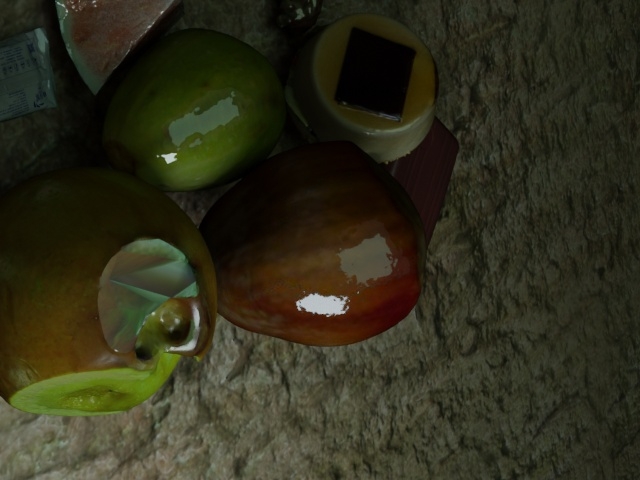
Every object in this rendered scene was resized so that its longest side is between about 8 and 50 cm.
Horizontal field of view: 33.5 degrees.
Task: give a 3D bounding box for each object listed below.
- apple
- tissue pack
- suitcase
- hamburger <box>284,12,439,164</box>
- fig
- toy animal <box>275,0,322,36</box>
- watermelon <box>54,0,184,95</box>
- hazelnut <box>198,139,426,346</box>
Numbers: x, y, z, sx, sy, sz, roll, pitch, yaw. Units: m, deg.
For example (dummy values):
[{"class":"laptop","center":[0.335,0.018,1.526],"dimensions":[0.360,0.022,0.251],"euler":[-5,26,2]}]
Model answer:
[{"class":"apple","center":[-0.313,0.083,1.505],"dimensions":[0.374,0.374,0.384],"euler":[-44,124,-38]},{"class":"tissue pack","center":[-0.464,-0.228,1.543],"dimensions":[0.193,0.026,0.122],"euler":[-31,116,-44]},{"class":"suitcase","center":[0.145,-0.130,2.161],"dimensions":[0.236,0.161,0.297],"euler":[38,65,-45]},{"class":"hamburger","center":[0.081,-0.284,1.999],"dimensions":[0.302,0.170,0.302],"euler":[5,71,-15]},{"class":"fig","center":[-0.203,-0.189,1.663],"dimensions":[0.326,0.258,0.258],"euler":[-45,126,-49]},{"class":"toy animal","center":[-0.005,-0.513,2.026],"dimensions":[0.312,0.097,0.157],"euler":[-52,141,-37]},{"class":"watermelon","center":[-0.301,-0.371,1.623],"dimensions":[0.260,0.176,0.256],"euler":[-42,140,1]},{"class":"hazelnut","center":[-0.015,0.013,1.663],"dimensions":[0.366,0.366,0.365],"euler":[-5,97,-49]}]
